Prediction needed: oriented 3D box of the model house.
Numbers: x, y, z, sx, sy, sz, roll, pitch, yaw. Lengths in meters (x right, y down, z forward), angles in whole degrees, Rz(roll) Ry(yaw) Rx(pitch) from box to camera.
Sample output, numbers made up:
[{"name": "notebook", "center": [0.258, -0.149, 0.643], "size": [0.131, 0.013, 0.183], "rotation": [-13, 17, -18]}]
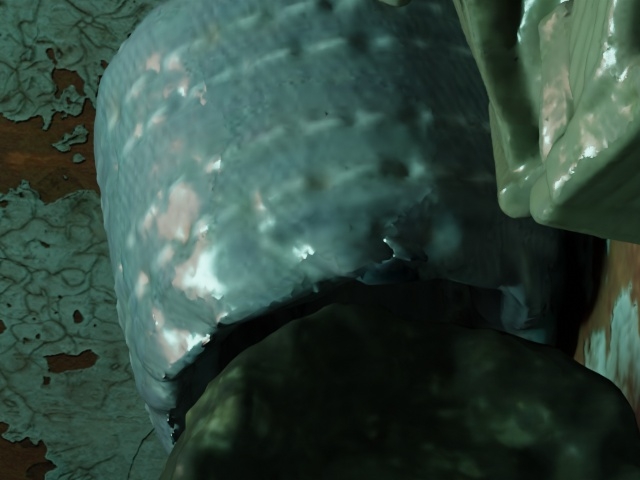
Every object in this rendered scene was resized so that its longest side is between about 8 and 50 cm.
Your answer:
[{"name": "model house", "center": [0.075, -0.094, 0.568], "size": [0.229, 0.122, 0.188], "rotation": [-106, 18, -67]}]

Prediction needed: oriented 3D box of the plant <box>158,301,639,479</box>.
[{"name": "plant", "center": [0.013, 0.159, 0.674], "size": [0.276, 0.188, 0.199], "rotation": [101, 172, -51]}]

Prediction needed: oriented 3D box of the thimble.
[{"name": "thimble", "center": [0.000, 0.000, 0.828], "size": [0.236, 0.205, 0.172], "rotation": [130, 141, -49]}]
